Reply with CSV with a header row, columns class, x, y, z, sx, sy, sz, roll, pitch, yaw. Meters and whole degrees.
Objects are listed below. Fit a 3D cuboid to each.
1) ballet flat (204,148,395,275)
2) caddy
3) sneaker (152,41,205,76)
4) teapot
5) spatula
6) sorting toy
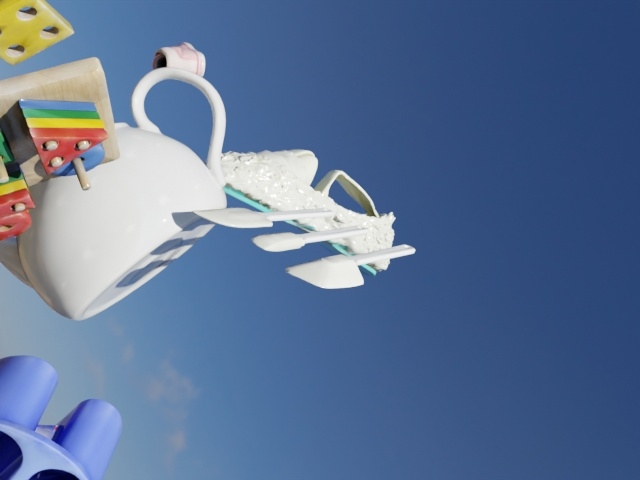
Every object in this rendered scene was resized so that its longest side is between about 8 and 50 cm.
class,x,y,z,sx,sy,sz,roll,pitch,yaw
ballet flat,-0.022,-0.070,1.138,0.146,0.408,0.147,-24,-128,35
caddy,-0.445,0.323,0.985,0.241,0.179,0.341,39,-56,-18
sneaker,-0.230,-0.277,1.068,0.134,0.070,0.051,36,-53,57
teapot,-0.241,-0.048,0.788,0.187,0.256,0.252,52,-39,0
spatula,0.000,0.000,0.747,0.168,0.242,0.019,25,-75,27
sorting toy,-0.212,-0.066,0.503,0.046,0.132,0.274,65,-18,15
